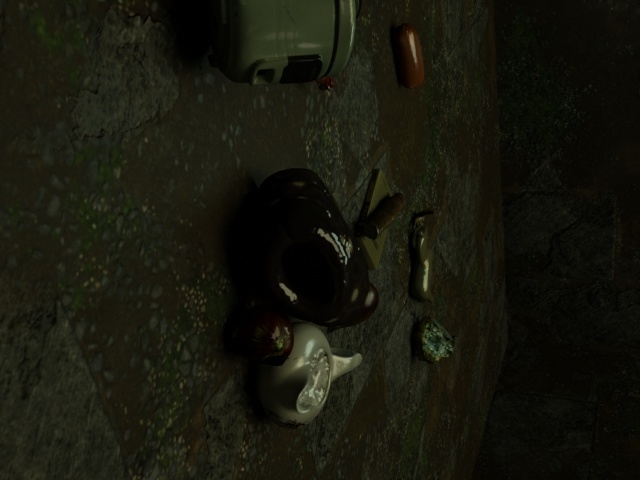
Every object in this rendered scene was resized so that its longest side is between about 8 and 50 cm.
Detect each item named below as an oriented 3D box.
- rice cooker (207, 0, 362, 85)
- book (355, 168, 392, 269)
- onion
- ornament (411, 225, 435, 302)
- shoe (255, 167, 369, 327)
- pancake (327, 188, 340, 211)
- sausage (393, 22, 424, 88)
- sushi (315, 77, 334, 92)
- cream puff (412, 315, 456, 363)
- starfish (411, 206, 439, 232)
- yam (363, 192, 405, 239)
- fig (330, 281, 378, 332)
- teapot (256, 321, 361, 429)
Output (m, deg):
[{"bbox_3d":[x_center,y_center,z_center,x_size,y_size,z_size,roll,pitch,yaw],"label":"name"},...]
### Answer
[{"bbox_3d":[-0.056,-0.355,1.162,0.226,0.244,0.226,169,-90,-71],"label":"rice cooker"},{"bbox_3d":[0.149,-0.056,1.998,0.161,0.026,0.231,62,38,-50],"label":"book"},{"bbox_3d":[-0.104,0.169,1.337,0.117,0.118,0.119,8,86,-52],"label":"onion"},{"bbox_3d":[0.337,0.078,2.411,0.245,0.061,0.231,37,59,-67],"label":"ornament"},{"bbox_3d":[-0.005,0.066,1.403,0.237,0.171,0.384,-94,166,-51],"label":"shoe"},{"bbox_3d":[0.000,0.000,1.627,0.242,0.050,0.242,-7,97,-63],"label":"pancake"},{"bbox_3d":[0.253,-0.529,2.118,0.076,0.076,0.198,-63,146,-43],"label":"sausage"},{"bbox_3d":[-0.022,-0.386,1.474,0.097,0.103,0.226,-102,172,-48],"label":"sushi"},{"bbox_3d":[0.364,0.335,2.460,0.121,0.156,0.156,-158,-114,-69],"label":"cream puff"},{"bbox_3d":[0.318,-0.069,2.364,0.130,0.041,0.133,-36,169,-39],"label":"starfish"},{"bbox_3d":[0.175,-0.068,1.956,0.241,0.056,0.057,-45,133,-56],"label":"yam"},{"bbox_3d":[0.071,0.160,1.770,0.155,0.103,0.109,-51,171,5],"label":"fig"},{"bbox_3d":[-0.027,0.262,1.477,0.299,0.165,0.209,-20,101,-56],"label":"teapot"}]
